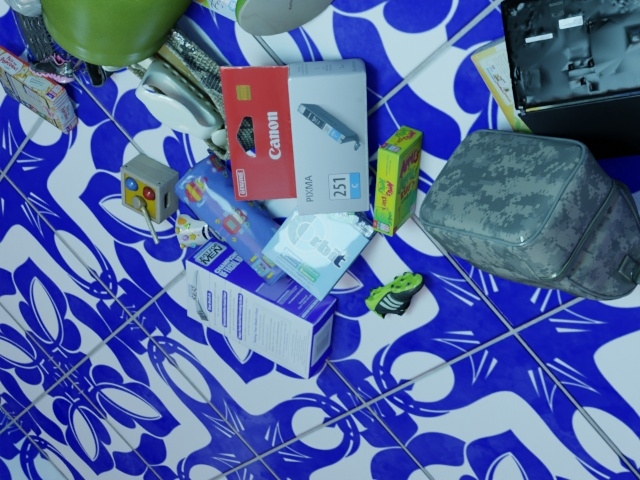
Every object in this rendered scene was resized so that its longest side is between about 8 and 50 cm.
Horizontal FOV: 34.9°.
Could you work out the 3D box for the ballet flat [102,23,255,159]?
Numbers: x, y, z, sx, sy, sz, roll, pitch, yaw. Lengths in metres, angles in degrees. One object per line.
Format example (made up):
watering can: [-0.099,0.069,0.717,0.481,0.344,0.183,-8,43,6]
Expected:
ballet flat: [-0.309,-0.337,1.965,0.483,0.182,0.164,43,139,3]

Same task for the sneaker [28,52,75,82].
sneaker: [-0.566,-0.371,2.148,0.119,0.047,0.057,18,118,25]

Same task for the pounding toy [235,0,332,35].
pounding toy: [-0.061,-0.457,1.711,0.237,0.183,0.110,-43,65,48]

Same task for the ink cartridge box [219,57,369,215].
ink cartridge box: [-0.043,-0.182,1.872,0.261,0.066,0.296,-3,126,1]

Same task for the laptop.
laptop: [0.416,-0.248,1.513,0.234,0.137,0.264,-5,97,39]

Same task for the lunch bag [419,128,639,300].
lunch bag: [0.345,-0.024,1.624,0.256,0.212,0.305,42,166,-31]

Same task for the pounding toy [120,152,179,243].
pounding toy: [-0.383,-0.093,2.277,0.130,0.100,0.141,27,135,20]

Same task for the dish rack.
dish rack: [-0.560,-0.438,2.167,0.272,0.074,0.208,8,126,34]

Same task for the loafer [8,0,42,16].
loafer: [-0.608,-0.604,2.034,0.111,0.112,0.319,-27,88,21]

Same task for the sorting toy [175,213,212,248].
sorting toy: [-0.284,-0.016,2.313,0.075,0.045,0.083,-5,120,19]

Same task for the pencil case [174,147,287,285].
pencil case: [-0.166,-0.046,2.129,0.306,0.133,0.119,45,103,-1]

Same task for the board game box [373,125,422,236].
board game box: [0.140,-0.107,1.856,0.043,0.092,0.181,23,134,24]

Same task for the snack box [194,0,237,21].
snack box: [-0.150,-0.448,1.825,0.141,0.037,0.100,27,125,1]

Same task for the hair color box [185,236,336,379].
hair color box: [-0.136,0.149,2.269,0.339,0.110,0.185,25,136,19]

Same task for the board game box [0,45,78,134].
board game box: [-0.646,-0.337,2.297,0.193,0.045,0.146,34,160,12]

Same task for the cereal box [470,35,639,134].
cereal box: [0.375,-0.263,1.580,0.240,0.047,0.173,-17,112,44]

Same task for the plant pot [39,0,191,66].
plant pot: [-0.348,-0.488,1.736,0.366,0.366,0.353,41,149,5]

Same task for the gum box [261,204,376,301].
gum box: [0.000,0.000,2.019,0.157,0.041,0.184,39,103,7]

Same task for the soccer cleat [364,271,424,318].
soccer cleat: [0.160,0.112,2.046,0.072,0.060,0.179,44,146,-13]
